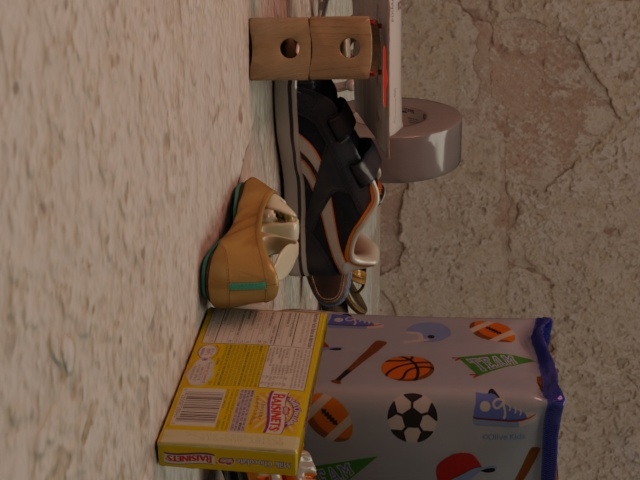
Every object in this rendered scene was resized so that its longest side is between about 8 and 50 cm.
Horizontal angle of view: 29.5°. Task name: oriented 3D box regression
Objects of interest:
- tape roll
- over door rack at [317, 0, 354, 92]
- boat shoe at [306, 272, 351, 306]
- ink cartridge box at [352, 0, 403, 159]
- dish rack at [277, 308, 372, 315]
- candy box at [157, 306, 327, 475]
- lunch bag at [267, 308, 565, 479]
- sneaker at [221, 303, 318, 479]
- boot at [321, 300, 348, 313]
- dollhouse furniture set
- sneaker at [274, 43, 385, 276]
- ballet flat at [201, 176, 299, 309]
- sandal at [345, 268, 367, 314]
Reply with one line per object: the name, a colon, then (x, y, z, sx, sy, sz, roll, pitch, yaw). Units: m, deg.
tape roll: (0.102, -0.153, 1.826, 0.219, 0.219, 0.072, -73, 163, -67)
over door rack: (0.029, -0.378, 1.648, 0.324, 0.108, 0.239, 75, 16, -66)
boat shoe: (0.000, 0.000, 1.676, 0.066, 0.066, 0.183, 28, 53, -77)
ink cartridge box: (0.082, -0.217, 1.453, 0.232, 0.066, 0.189, -122, -152, -66)
dish rack: (0.088, 0.169, 1.484, 0.333, 0.285, 0.072, 73, 25, -69)
candy box: (-0.057, 0.114, 0.973, 0.206, 0.105, 0.027, -75, 169, -63)
lunch bag: (0.084, 0.277, 1.286, 0.239, 0.328, 0.385, -68, 157, -66)
sneaker: (-0.062, 0.161, 1.096, 0.083, 0.084, 0.215, -30, -117, 54)
boot: (0.033, 0.217, 1.916, 0.161, 0.083, 0.246, -89, 178, -63)
dollhouse furniture set: (-0.002, -0.264, 1.291, 0.129, 0.129, 0.184, -54, 144, -79)
sneaker: (0.014, -0.106, 1.493, 0.126, 0.127, 0.321, -75, 163, -60)
ballet flat: (-0.053, 0.004, 1.125, 0.232, 0.073, 0.080, -76, 164, -65)
sandal: (0.044, 0.040, 1.897, 0.072, 0.049, 0.180, -88, 158, -66)
